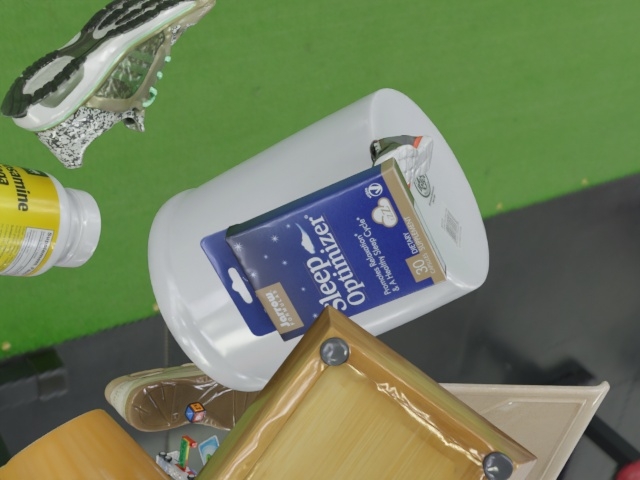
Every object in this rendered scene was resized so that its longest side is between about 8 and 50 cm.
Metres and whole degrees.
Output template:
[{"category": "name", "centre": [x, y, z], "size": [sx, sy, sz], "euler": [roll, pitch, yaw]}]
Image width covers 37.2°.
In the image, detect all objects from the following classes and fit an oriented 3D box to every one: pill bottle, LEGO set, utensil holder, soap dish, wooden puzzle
[{"category": "pill bottle", "centre": [-0.547, -0.037, 1.602], "size": [0.334, 0.188, 0.188], "euler": [8, 115, -50]}, {"category": "LEGO set", "centre": [-0.161, 0.362, 1.370], "size": [0.060, 0.244, 0.182], "euler": [-4, 156, -43]}, {"category": "utensil holder", "centre": [0.000, 0.000, 1.372], "size": [0.385, 0.328, 0.327], "euler": [-27, 145, 27]}, {"category": "soap dish", "centre": [0.011, 0.227, 0.787], "size": [0.291, 0.229, 0.118], "euler": [-52, 171, -12]}, {"category": "wooden puzzle", "centre": [0.201, 0.235, 1.136], "size": [0.238, 0.044, 0.221], "euler": [-1, 135, -13]}]

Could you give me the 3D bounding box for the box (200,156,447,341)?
[{"category": "box", "centre": [0.000, 0.020, 0.974], "size": [0.225, 0.036, 0.136], "euler": [-22, 113, 15]}]

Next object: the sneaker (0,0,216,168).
[{"category": "sneaker", "centre": [-0.327, -0.275, 1.587], "size": [0.410, 0.158, 0.182], "euler": [-42, 133, -19]}]

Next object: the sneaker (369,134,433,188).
[{"category": "sneaker", "centre": [0.082, -0.092, 1.117], "size": [0.158, 0.064, 0.061], "euler": [-27, 128, -63]}]

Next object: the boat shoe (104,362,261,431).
[{"category": "boat shoe", "centre": [-0.218, 0.269, 1.704], "size": [0.341, 0.110, 0.122], "euler": [9, 95, -43]}]

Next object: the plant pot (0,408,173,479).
[{"category": "plant pot", "centre": [-0.227, 0.284, 0.962], "size": [0.205, 0.188, 0.205], "euler": [-35, 170, -7]}]
